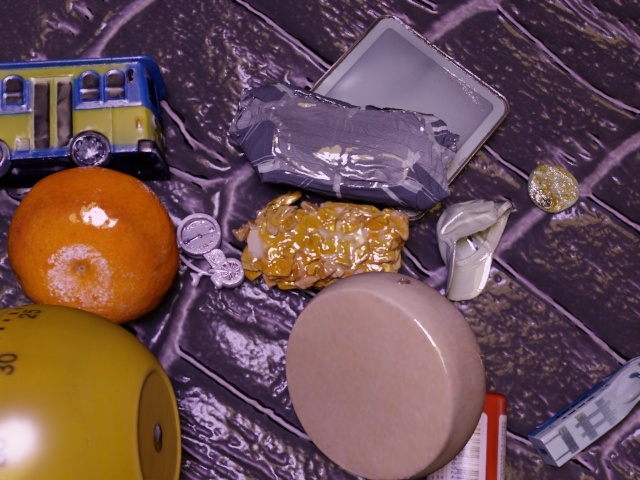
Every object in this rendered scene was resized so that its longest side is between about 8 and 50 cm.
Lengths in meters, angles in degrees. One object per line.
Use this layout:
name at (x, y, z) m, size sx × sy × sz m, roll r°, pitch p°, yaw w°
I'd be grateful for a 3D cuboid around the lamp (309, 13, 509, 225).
lamp at (0.123, -0.196, 1.023) m, size 0.266 × 0.047 × 0.269 m, roll 40°, pitch 77°, yaw 6°

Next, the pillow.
pillow at (0.029, -0.138, 0.936) m, size 0.335 × 0.092 × 0.161 m, roll 10°, pitch 69°, yaw 4°

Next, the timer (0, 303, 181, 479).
timer at (-0.368, 0.243, 0.732) m, size 0.387 × 0.376 × 0.375 m, roll -8°, pitch 77°, yaw -1°

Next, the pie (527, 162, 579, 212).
pie at (0.369, -0.085, 1.027) m, size 0.085 × 0.017 × 0.085 m, roll 1°, pitch 77°, yaw -3°

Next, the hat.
hat at (0.222, 0.011, 0.975) m, size 0.122 × 0.081 × 0.166 m, roll 10°, pitch 90°, yaw -41°

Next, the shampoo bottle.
shampoo bottle at (0.193, 0.342, 0.863) m, size 0.105 × 0.104 × 0.277 m, roll 7°, pitch 75°, yaw -2°

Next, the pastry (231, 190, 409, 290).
pastry at (0.000, 0.000, 0.935) m, size 0.250 × 0.102 × 0.154 m, roll 7°, pitch 81°, yaw -3°

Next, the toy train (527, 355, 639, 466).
toy train at (0.411, 0.238, 0.933) m, size 0.234 × 0.051 × 0.052 m, roll -31°, pitch 84°, yaw -11°

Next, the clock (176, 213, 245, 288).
clock at (-0.168, 0.023, 0.951) m, size 0.087 × 0.041 × 0.129 m, roll -37°, pitch 76°, yaw -16°

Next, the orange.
orange at (-0.295, 0.006, 0.862) m, size 0.224 × 0.170 × 0.223 m, roll -2°, pitch 119°, yaw -3°

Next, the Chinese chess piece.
Chinese chess piece at (0.079, 0.172, 0.830) m, size 0.273 × 0.102 × 0.273 m, roll 6°, pitch 101°, yaw 36°

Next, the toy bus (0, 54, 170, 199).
toy bus at (-0.371, -0.163, 0.933) m, size 0.288 × 0.138 × 0.175 m, roll -5°, pitch 77°, yaw -5°
